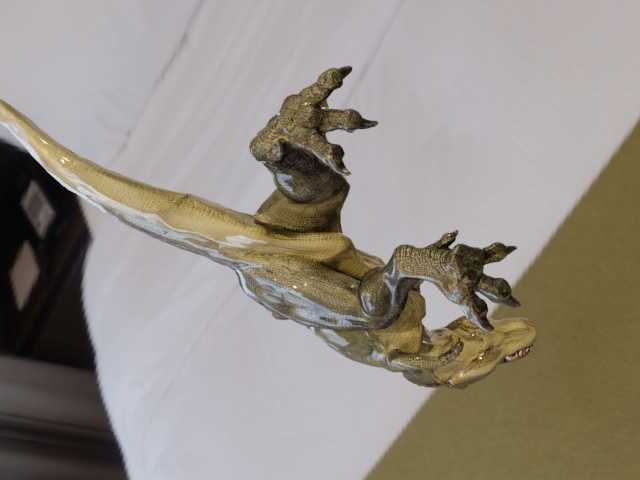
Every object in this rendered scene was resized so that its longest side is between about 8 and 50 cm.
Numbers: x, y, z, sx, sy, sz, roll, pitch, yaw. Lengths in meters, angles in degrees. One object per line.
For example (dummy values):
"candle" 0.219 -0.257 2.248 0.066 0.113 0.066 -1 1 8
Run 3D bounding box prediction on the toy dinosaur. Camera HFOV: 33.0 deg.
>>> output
"toy dinosaur" 0.000 0.000 0.411 0.118 0.268 0.064 -27 40 52
